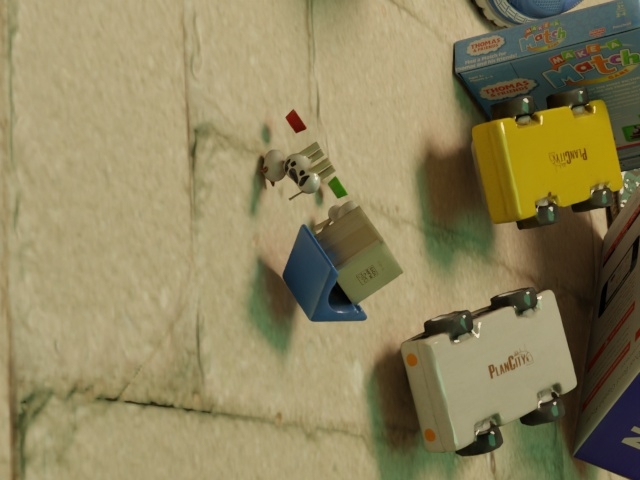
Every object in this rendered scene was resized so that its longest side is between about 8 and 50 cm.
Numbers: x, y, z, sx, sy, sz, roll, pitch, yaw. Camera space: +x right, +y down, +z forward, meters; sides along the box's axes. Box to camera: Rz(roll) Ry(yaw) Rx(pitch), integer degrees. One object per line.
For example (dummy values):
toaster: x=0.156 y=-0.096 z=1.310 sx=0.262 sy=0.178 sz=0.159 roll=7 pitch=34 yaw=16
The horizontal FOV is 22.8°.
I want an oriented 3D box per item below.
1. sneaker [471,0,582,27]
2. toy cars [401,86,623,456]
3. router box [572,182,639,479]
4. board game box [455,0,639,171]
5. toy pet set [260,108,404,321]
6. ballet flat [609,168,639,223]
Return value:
sneaker: x=0.184 y=-0.277 z=1.344 sx=0.330 sy=0.147 sz=0.129 roll=28 pitch=58 yaw=-62
toy cars: x=0.137 y=0.018 z=1.226 sx=0.176 sy=0.087 sz=0.393 roll=48 pitch=46 yaw=-32
router box: x=0.351 y=0.013 z=1.469 sx=0.335 sy=0.082 sz=0.301 roll=116 pitch=-6 yaw=-47
board game box: x=0.228 y=-0.122 z=1.375 sx=0.211 sy=0.160 sz=0.039 roll=45 pitch=39 yaw=-53
toy pet set: x=0.000 y=0.000 z=0.998 sx=0.114 sy=0.065 sz=0.122 roll=56 pitch=1 yaw=41
ballet flat: x=0.356 y=0.022 z=1.743 sx=0.084 sy=0.058 sz=0.250 roll=-16 pitch=93 yaw=-29
